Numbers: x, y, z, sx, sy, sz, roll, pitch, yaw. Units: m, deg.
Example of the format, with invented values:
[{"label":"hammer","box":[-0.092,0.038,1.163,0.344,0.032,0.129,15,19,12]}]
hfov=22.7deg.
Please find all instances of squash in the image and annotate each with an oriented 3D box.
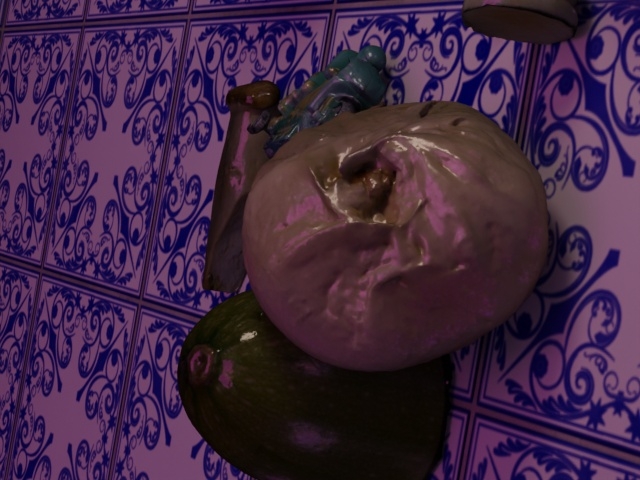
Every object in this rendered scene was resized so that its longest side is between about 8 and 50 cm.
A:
[{"label":"squash","box":[-0.046,0.188,1.977,0.310,0.308,0.310,-21,66,58]}]

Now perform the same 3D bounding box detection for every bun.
[{"label":"bun","box":[0.084,-0.031,1.807,0.213,0.361,0.361,68,-179,-49]}]

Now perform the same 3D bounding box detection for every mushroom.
[{"label":"mushroom","box":[-0.116,-0.078,2.395,0.107,0.087,0.333,28,110,63]}]

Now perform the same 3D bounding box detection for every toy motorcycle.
[{"label":"toy motorcycle","box":[0.005,-0.185,2.159,0.198,0.109,0.296,-52,14,-15]}]

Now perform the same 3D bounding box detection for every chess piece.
[{"label":"chess piece","box":[0.246,-0.358,1.826,0.133,0.133,0.243,-4,73,59]}]

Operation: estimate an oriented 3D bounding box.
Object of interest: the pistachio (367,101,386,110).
[{"label":"pistachio","box":[0.086,-0.073,2.026,0.131,0.129,0.206,18,-95,-75]}]
